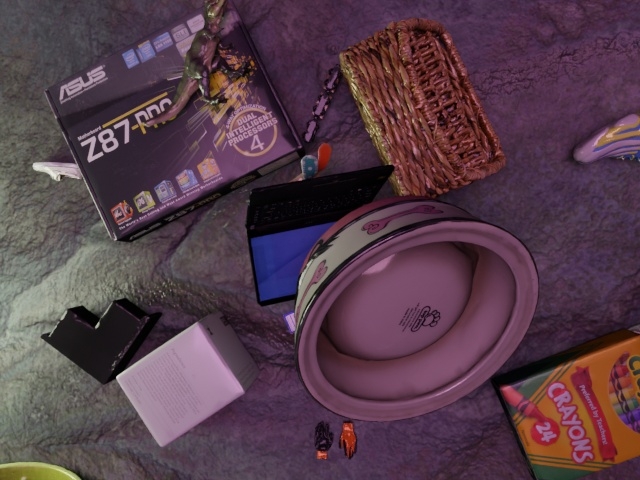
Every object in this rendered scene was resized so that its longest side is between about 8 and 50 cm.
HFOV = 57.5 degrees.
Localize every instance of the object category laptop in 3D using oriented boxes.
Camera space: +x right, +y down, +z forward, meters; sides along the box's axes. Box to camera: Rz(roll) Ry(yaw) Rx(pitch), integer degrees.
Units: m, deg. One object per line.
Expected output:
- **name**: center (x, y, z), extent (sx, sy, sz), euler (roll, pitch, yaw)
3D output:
- **laptop**: center (0.000, 0.000, 0.991), extent (0.234, 0.264, 0.137), euler (-12, 75, -14)

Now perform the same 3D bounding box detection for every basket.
- **basket**: center (0.188, -0.229, 1.008), extent (0.222, 0.213, 0.299), euler (-23, 89, 5)

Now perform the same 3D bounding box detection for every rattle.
- **rattle**: center (-0.027, -0.059, 1.053), extent (0.199, 0.130, 0.143), euler (-33, 75, 25)

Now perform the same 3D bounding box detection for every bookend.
- **bookend**: center (-0.422, 0.165, 1.130), extent (0.157, 0.072, 0.156), euler (34, 92, 4)

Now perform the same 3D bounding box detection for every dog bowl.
- **dog bowl**: center (0.139, 0.105, 0.965), extent (0.407, 0.150, 0.408), euler (-9, 124, -13)

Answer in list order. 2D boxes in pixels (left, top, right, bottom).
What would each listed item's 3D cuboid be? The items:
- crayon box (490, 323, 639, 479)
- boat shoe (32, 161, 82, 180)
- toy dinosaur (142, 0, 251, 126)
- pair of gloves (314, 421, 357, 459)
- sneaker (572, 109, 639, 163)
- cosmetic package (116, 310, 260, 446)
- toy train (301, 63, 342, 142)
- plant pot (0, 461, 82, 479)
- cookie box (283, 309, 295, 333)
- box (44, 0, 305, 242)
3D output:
- **crayon box**: center (0.502, 0.293, 1.058), extent (0.318, 0.081, 0.202), euler (-23, 89, 4)
- **boat shoe**: center (-0.519, -0.135, 1.153), extent (0.100, 0.035, 0.035), euler (3, 88, -2)
- **toy dinosaur**: center (-0.199, -0.296, 1.025), extent (0.118, 0.064, 0.268), euler (28, 93, 10)
- **pair of gloves**: center (0.029, 0.387, 1.130), extent (0.083, 0.010, 0.074), euler (-2, 92, 7)
- **sneaker**: center (0.581, -0.172, 1.041), extent (0.240, 0.091, 0.126), euler (-29, 89, 3)
- **cosmetic package**: center (-0.236, 0.248, 1.077), extent (0.183, 0.151, 0.152), euler (-34, 89, 5)
- **toy train**: center (0.004, -0.259, 1.111), extent (0.027, 0.036, 0.158), euler (24, 94, 3)
- **plant pot**: center (-0.578, 0.600, 1.072), extent (0.275, 0.276, 0.254), euler (10, 103, 4)
- **cookie box**: center (-0.008, 0.133, 1.089), extent (0.107, 0.092, 0.040), euler (-24, 85, 5)
- **box**: center (-0.269, -0.221, 1.102), extent (0.394, 0.097, 0.319), euler (-25, 86, 3)
